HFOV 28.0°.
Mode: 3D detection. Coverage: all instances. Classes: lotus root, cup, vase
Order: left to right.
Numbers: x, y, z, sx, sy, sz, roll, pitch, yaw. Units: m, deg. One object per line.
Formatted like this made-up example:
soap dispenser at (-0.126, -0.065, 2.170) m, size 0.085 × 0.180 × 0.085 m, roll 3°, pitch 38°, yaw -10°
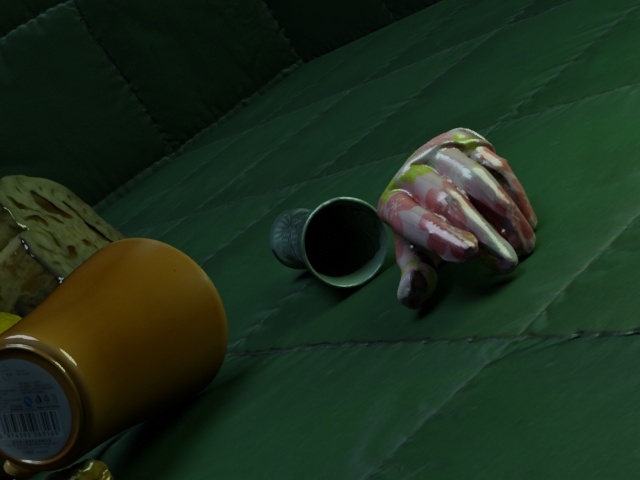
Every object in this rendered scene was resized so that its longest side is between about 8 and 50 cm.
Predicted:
lotus root at (-0.383, 0.069, 1.697) m, size 0.250 × 0.316 × 0.316 m, roll -43°, pitch 11°, yaw 8°
cup at (-0.225, 0.130, 1.253) m, size 0.226 × 0.182 × 0.264 m, roll -62°, pitch -11°, yaw 24°
vase at (0.000, 0.000, 1.433) m, size 0.096 × 0.096 × 0.219 m, roll -36°, pitch 9°, yaw -11°

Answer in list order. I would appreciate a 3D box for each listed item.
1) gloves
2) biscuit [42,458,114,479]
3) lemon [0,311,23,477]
gloves at (0.114, -0.028, 1.182) m, size 0.145 × 0.126 × 0.241 m, roll -27°, pitch 5°, yaw 5°
biscuit at (-0.303, 0.315, 1.055) m, size 0.094 × 0.054 × 0.379 m, roll -23°, pitch 16°, yaw 41°
lemon at (-0.396, 0.181, 1.493) m, size 0.231 × 0.192 × 0.192 m, roll -26°, pitch 13°, yaw 12°
